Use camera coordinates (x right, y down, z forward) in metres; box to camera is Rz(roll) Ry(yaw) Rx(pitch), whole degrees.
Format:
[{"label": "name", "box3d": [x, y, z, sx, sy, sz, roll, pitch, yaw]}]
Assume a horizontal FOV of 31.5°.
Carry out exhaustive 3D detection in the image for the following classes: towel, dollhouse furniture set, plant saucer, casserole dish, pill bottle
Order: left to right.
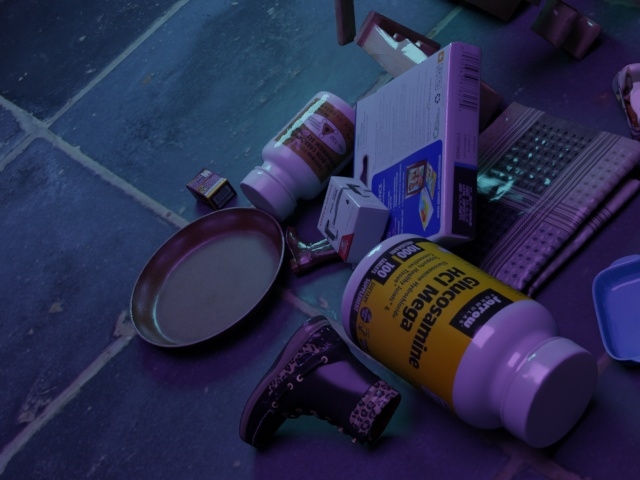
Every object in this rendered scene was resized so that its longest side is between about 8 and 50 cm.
[{"label": "plant saucer", "box3d": [-0.192, 0.072, 1.994, 0.311, 0.050, 0.310, -19, 41, 17]}, {"label": "pill bottle", "box3d": [-0.031, -0.147, 2.039, 0.229, 0.131, 0.131, -47, 41, -15]}, {"label": "pill bottle", "box3d": [0.199, 0.135, 1.539, 0.188, 0.188, 0.334, -46, 47, -14]}, {"label": "dollhouse furniture set", "box3d": [0.272, -0.434, 1.962, 0.394, 0.362, 0.256, -59, 38, 18]}, {"label": "towel", "box3d": [0.317, -0.069, 1.795, 0.324, 0.056, 0.312, -46, 38, -11]}, {"label": "casserole dish", "box3d": [0.436, 0.099, 1.544, 0.114, 0.037, 0.188, -18, 43, 18]}]

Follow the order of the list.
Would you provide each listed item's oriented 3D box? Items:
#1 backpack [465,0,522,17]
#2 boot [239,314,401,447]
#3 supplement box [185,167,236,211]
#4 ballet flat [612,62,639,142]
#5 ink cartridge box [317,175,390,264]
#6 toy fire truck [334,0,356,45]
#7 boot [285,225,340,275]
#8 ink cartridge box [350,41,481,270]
[{"label": "backpack", "box3d": [0.281, -0.615, 2.230, 0.290, 0.273, 0.355, -54, 29, -1]}, {"label": "boot", "box3d": [-0.004, 0.249, 1.645, 0.179, 0.085, 0.236, 40, 111, 22]}, {"label": "supplement box", "box3d": [-0.210, -0.098, 2.181, 0.055, 0.043, 0.083, -46, 42, -13]}, {"label": "ballet flat", "box3d": [0.505, -0.228, 1.792, 0.077, 0.079, 0.221, -15, 43, 16]}, {"label": "ink cartridge box", "box3d": [0.051, -0.033, 1.830, 0.135, 0.056, 0.099, -130, 50, -59]}, {"label": "toy fire truck", "box3d": [0.110, -0.490, 2.071, 0.246, 0.217, 0.158, -44, 63, 45]}, {"label": "boot", "box3d": [0.000, 0.000, 1.942, 0.114, 0.037, 0.106, -24, 53, 17]}, {"label": "ink cartridge box", "box3d": [0.146, -0.120, 1.794, 0.307, 0.072, 0.303, 155, 120, -65]}]
